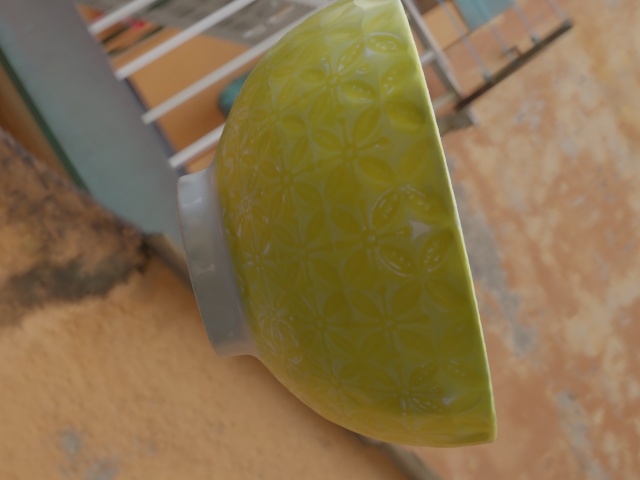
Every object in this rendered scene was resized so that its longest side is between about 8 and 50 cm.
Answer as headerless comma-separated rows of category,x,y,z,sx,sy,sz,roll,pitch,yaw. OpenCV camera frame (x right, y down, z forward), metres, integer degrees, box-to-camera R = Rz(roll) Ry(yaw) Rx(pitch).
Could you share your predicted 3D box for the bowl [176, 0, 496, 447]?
bowl,0.000,0.000,0.912,0.289,0.156,0.290,-14,90,-88
